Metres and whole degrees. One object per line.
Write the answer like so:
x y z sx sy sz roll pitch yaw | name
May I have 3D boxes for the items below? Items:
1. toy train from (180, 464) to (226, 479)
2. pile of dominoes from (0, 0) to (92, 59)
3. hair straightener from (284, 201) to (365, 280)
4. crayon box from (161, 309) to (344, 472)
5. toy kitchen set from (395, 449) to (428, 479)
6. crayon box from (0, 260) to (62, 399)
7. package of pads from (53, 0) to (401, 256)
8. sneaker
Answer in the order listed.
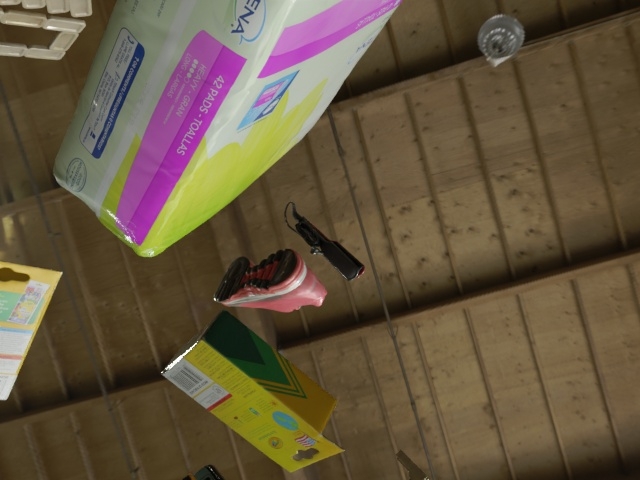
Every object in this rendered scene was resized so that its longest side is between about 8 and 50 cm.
-0.212 0.627 1.246 0.190 0.142 0.334 -33 -123 -29 | toy train
-0.449 -0.320 0.831 0.196 0.251 0.040 -21 -97 44 | pile of dominoes
0.000 0.000 1.342 0.230 0.089 0.047 48 -70 10 | hair straightener
-0.114 0.285 1.112 0.318 0.081 0.202 41 -44 -8 | crayon box
0.164 0.486 1.224 0.083 0.068 0.075 -42 -121 -12 | toy kitchen set
-0.672 0.158 1.194 0.203 0.083 0.323 17 -71 -41 | crayon box
-0.043 -0.138 0.457 0.101 0.296 0.229 41 -52 0 | package of pads
-0.111 0.111 1.275 0.136 0.313 0.116 40 -119 -27 | sneaker
